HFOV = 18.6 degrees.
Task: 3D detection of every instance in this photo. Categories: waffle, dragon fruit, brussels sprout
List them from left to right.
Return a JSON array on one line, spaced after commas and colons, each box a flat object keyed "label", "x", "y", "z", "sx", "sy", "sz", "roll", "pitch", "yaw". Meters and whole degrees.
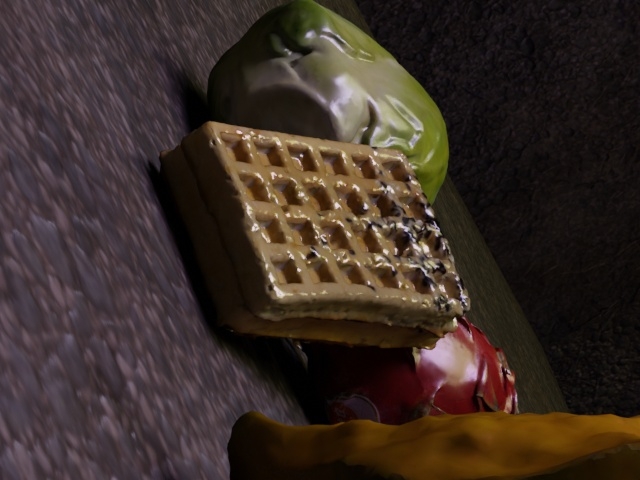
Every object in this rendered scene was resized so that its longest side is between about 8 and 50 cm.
[{"label": "waffle", "x": 0.000, "y": -0.001, "z": 0.901, "sx": 0.148, "sy": 0.042, "sz": 0.102, "roll": 7, "pitch": 52, "yaw": -47}, {"label": "brussels sprout", "x": 0.001, "y": -0.058, "z": 1.069, "sx": 0.155, "sy": 0.117, "sz": 0.155, "roll": 39, "pitch": 23, "yaw": -20}, {"label": "dragon fruit", "x": 0.015, "y": 0.053, "z": 0.981, "sx": 0.190, "sy": 0.094, "sz": 0.094, "roll": 35, "pitch": 15, "yaw": -13}]

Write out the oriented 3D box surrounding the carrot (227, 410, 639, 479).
[{"label": "carrot", "x": 0.134, "y": 0.188, "z": 0.649, "sx": 0.341, "sy": 0.241, "sz": 0.241, "roll": 68, "pitch": 8, "yaw": 21}]
